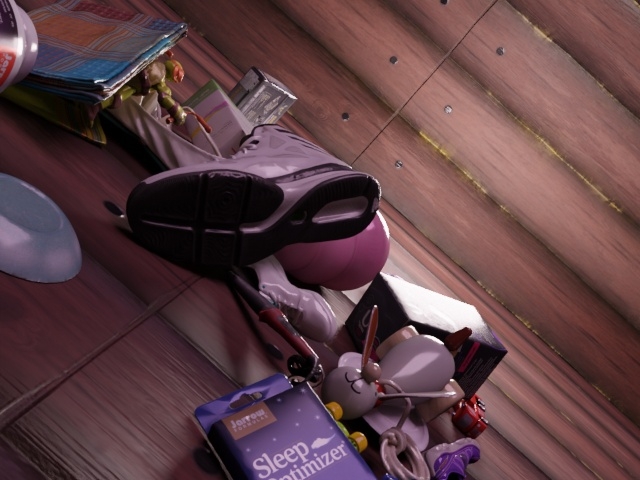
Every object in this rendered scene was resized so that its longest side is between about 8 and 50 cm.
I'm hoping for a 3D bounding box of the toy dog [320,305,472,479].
[{"bbox_3d":[0.143,0.196,1.016,0.220,0.161,0.333,44,19,4],"label":"toy dog"}]

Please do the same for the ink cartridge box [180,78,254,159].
[{"bbox_3d":[-0.187,-0.192,1.490,0.207,0.119,0.353,48,6,-40],"label":"ink cartridge box"}]

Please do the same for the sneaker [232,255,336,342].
[{"bbox_3d":[-0.069,0.103,1.126,0.212,0.080,0.094,40,24,21],"label":"sneaker"}]

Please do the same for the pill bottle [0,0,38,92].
[{"bbox_3d":[-0.497,-0.262,0.813,0.181,0.181,0.323,42,14,2],"label":"pill bottle"}]

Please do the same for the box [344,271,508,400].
[{"bbox_3d":[0.211,0.197,1.340,0.270,0.143,0.165,21,22,-29],"label":"box"}]

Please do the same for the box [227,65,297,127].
[{"bbox_3d":[-0.190,-0.327,1.729,0.056,0.231,0.183,50,17,19],"label":"box"}]

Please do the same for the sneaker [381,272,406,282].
[{"bbox_3d":[0.171,0.126,1.657,0.104,0.095,0.236,40,8,19],"label":"sneaker"}]

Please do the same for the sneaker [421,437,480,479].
[{"bbox_3d":[0.220,0.378,1.110,0.170,0.068,0.071,9,50,-51],"label":"sneaker"}]

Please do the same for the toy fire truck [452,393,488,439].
[{"bbox_3d":[0.290,0.332,1.426,0.135,0.047,0.192,41,15,-1],"label":"toy fire truck"}]

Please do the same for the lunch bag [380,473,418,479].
[{"bbox_3d":[0.112,0.360,0.790,0.129,0.096,0.151,49,-1,36],"label":"lunch bag"}]

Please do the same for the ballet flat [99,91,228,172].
[{"bbox_3d":[-0.319,-0.230,1.292,0.400,0.139,0.139,43,14,4],"label":"ballet flat"}]

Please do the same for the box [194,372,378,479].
[{"bbox_3d":[-0.030,0.245,0.736,0.136,0.036,0.225,-16,52,-39],"label":"box"}]

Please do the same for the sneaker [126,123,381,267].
[{"bbox_3d":[-0.141,-0.092,1.159,0.447,0.169,0.257,-6,31,-33],"label":"sneaker"}]

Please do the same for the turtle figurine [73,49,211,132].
[{"bbox_3d":[-0.328,-0.277,1.191,0.269,0.217,0.087,56,-25,17],"label":"turtle figurine"}]

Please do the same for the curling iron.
[{"bbox_3d":[-0.082,0.130,1.027,0.035,0.068,0.274,23,18,-49],"label":"curling iron"}]

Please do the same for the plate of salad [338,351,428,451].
[{"bbox_3d":[0.099,0.269,1.095,0.200,0.048,0.200,38,19,-15],"label":"plate of salad"}]

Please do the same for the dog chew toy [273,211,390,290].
[{"bbox_3d":[0.000,0.000,1.355,0.206,0.207,0.332,49,23,27],"label":"dog chew toy"}]

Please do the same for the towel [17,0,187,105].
[{"bbox_3d":[-0.416,-0.342,1.133,0.271,0.040,0.370,15,35,4],"label":"towel"}]

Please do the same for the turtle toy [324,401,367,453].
[{"bbox_3d":[0.007,0.268,0.815,0.095,0.066,0.130,-18,57,-43],"label":"turtle toy"}]

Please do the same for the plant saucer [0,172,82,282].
[{"bbox_3d":[-0.360,-0.030,0.786,0.195,0.037,0.195,40,14,-12],"label":"plant saucer"}]

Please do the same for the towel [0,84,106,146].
[{"bbox_3d":[-0.475,-0.237,1.129,0.237,0.021,0.102,27,19,-45],"label":"towel"}]
